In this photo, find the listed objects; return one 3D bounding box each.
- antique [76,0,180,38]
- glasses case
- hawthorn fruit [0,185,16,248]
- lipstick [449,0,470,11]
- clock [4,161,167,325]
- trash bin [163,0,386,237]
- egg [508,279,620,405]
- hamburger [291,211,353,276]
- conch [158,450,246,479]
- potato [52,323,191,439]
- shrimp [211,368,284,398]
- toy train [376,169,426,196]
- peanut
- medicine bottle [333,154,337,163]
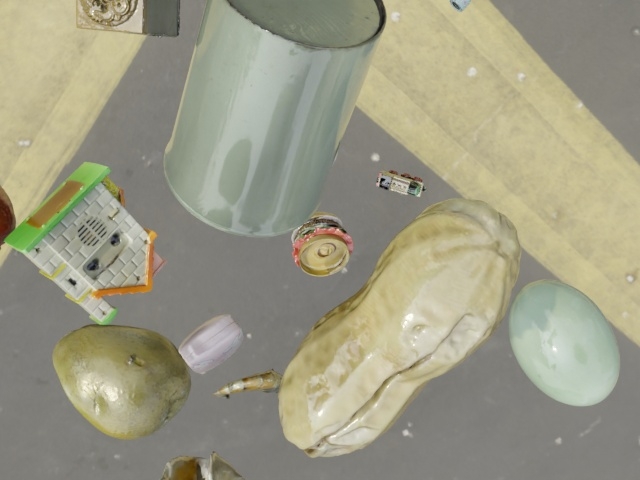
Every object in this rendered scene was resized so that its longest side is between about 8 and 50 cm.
[{"bbox_3d":[-0.346,-0.444,1.210,0.151,0.148,0.147,9,105,17],"label":"antique"},{"bbox_3d":[-0.204,0.196,1.271,0.113,0.297,0.075,-36,84,-13],"label":"glasses case"},{"bbox_3d":[-0.706,-0.063,1.258,0.205,0.205,0.253,-32,127,7],"label":"hawthorn fruit"},{"bbox_3d":[0.314,-0.518,1.367,0.116,0.037,0.037,-47,119,1],"label":"lipstick"},{"bbox_3d":[-0.440,0.014,1.332,0.220,0.106,0.255,-51,130,-22],"label":"clock"},{"bbox_3d":[-0.086,-0.207,1.056,0.280,0.280,0.432,7,141,-16],"label":"trash bin"},{"bbox_3d":[0.512,0.216,1.423,0.203,0.203,0.283,-32,89,6],"label":"egg"},{"bbox_3d":[0.000,0.002,1.810,0.175,0.137,0.175,-7,135,-7],"label":"hamburger"},{"bbox_3d":[-0.131,0.354,0.606,0.263,0.186,0.324,-14,92,-49],"label":"conch"},{"bbox_3d":[-0.290,0.193,0.977,0.194,0.157,0.157,30,113,9],"label":"potato"},{"bbox_3d":[-0.147,0.311,1.438,0.150,0.051,0.217,-20,162,14],"label":"shrimp"},{"bbox_3d":[0.231,-0.161,1.918,0.138,0.087,0.050,19,112,19],"label":"toy train"},{"bbox_3d":[0.070,0.087,0.618,0.130,0.130,0.290,33,107,-26],"label":"peanut"},{"bbox_3d":[-0.134,-0.261,1.749,0.306,0.245,0.245,-15,123,-25],"label":"medicine bottle"}]
